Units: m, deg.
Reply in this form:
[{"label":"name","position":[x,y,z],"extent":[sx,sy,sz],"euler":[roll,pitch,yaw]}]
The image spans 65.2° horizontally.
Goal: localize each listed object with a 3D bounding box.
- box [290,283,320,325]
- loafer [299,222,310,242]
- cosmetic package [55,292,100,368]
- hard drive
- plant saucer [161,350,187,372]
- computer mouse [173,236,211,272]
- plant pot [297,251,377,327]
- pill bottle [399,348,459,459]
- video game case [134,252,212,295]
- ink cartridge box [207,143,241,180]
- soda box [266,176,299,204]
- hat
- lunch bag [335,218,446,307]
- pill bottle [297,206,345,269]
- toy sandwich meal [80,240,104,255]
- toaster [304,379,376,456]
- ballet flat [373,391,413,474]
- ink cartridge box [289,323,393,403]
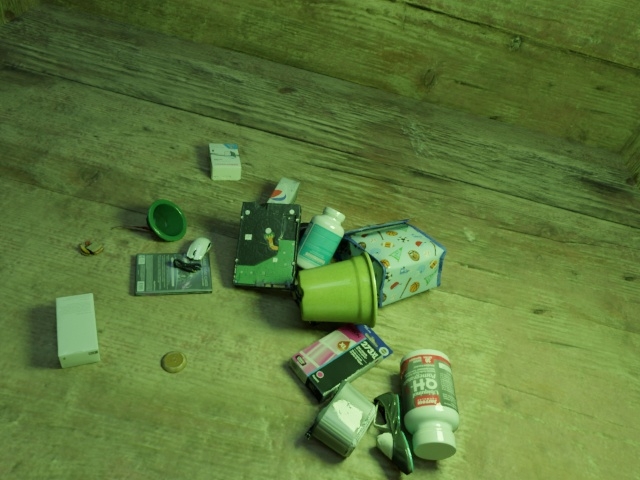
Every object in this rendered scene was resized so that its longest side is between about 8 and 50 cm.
[{"label":"box","position":[0.019,0.223,1.947],"extent":[0.220,0.051,0.175],"euler":[-16,52,-29]},{"label":"loafer","position":[-0.146,-0.002,2.103],"extent":[0.366,0.133,0.130],"euler":[-7,10,-20]},{"label":"cosmetic package","position":[-0.786,0.288,1.621],"extent":[0.117,0.085,0.231],"euler":[-7,49,-22]},{"label":"hard drive","position":[-0.203,0.020,1.946],"extent":[0.237,0.064,0.338],"euler":[2,72,4]},{"label":"plant saucer","position":[-0.481,0.396,1.647],"extent":[0.083,0.015,0.083],"euler":[9,43,-8]},{"label":"computer mouse","position":[-0.488,0.042,1.956],"extent":[0.106,0.042,0.193],"euler":[17,43,2]},{"label":"plant pot","position":[0.049,0.186,1.793],"extent":[0.254,0.276,0.276],"euler":[-4,46,-6]},{"label":"pill bottle","position":[0.356,0.532,1.634],"extent":[0.176,0.176,0.318],"euler":[10,43,-6]},{"label":"video game case","position":[-0.556,0.124,1.900],"extent":[0.274,0.026,0.196],"euler":[0,45,-18]},{"label":"ink cartridge box","position":[-0.462,-0.379,2.408],"extent":[0.140,0.082,0.190],"euler":[-2,44,-18]},{"label":"soda box","position":[-0.183,-0.163,2.254],"extent":[0.091,0.098,0.286],"euler":[19,44,4]},{"label":"hat","position":[-0.687,-0.066,2.059],"extent":[0.208,0.184,0.173],"euler":[46,42,-30]},{"label":"lunch bag","position":[0.268,0.051,2.078],"extent":[0.328,0.238,0.385],"euler":[-12,34,-26]},{"label":"pill bottle","position":[0.000,0.000,2.008],"extent":[0.146,0.264,0.146],"euler":[28,0,0]},{"label":"toy sandwich meal","position":[-0.871,0.026,1.904],"extent":[0.086,0.029,0.085],"euler":[8,43,-8]},{"label":"toaster","position":[0.071,0.561,1.558],"extent":[0.146,0.129,0.227],"euler":[33,44,14]},{"label":"ballet flat","position":[0.218,0.610,1.586],"extent":[0.096,0.095,0.280],"euler":[-1,34,-4]},{"label":"ink cartridge box","position":[0.085,0.406,1.774],"extent":[0.371,0.069,0.176],"euler":[-23,55,-37]}]
